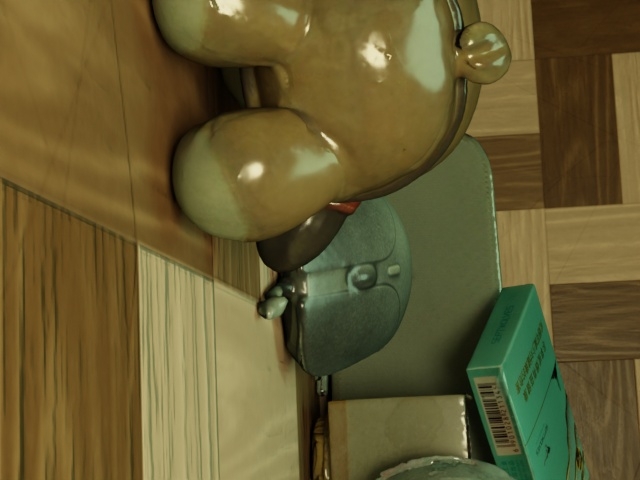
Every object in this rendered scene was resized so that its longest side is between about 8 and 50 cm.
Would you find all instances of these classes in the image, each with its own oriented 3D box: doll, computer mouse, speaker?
[{"bbox_3d":[0.017,-0.114,0.706,0.330,0.174,0.235,-66,146,-73],"label":"doll"},{"bbox_3d":[0.021,0.030,1.022,0.379,0.090,0.167,-29,113,-76],"label":"computer mouse"},{"bbox_3d":[0.097,0.103,1.319,0.184,0.183,0.406,84,4,-76],"label":"speaker"}]

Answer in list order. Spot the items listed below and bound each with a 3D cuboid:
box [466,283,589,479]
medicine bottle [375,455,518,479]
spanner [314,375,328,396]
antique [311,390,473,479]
[{"bbox_3d":[0.202,0.180,1.186,0.162,0.041,0.229,-53,128,-57],"label":"box"},{"bbox_3d":[0.094,0.303,0.885,0.290,0.245,0.245,-73,159,-72],"label":"medicine bottle"},{"bbox_3d":[0.000,0.000,1.196,0.071,0.017,0.302,71,17,-68],"label":"spanner"},{"bbox_3d":[0.068,0.212,1.111,0.152,0.147,0.147,56,30,-79],"label":"antique"}]
